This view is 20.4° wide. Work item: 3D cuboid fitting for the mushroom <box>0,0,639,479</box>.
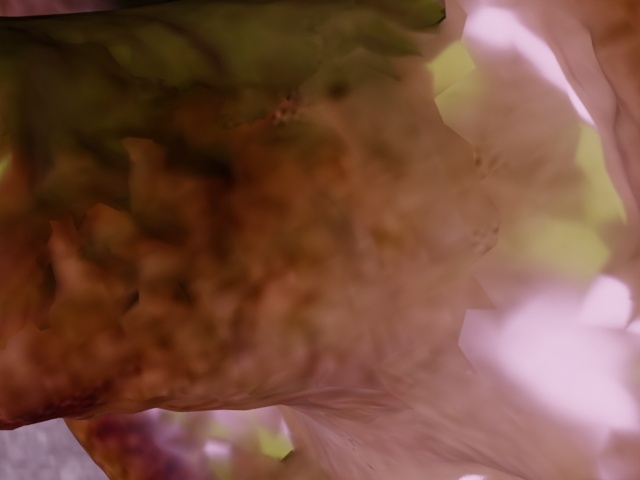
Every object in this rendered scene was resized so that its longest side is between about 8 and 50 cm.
[{"bbox_3d":[0.018,-0.011,0.409,0.331,0.356,0.334,-31,91,29],"label":"mushroom"}]
